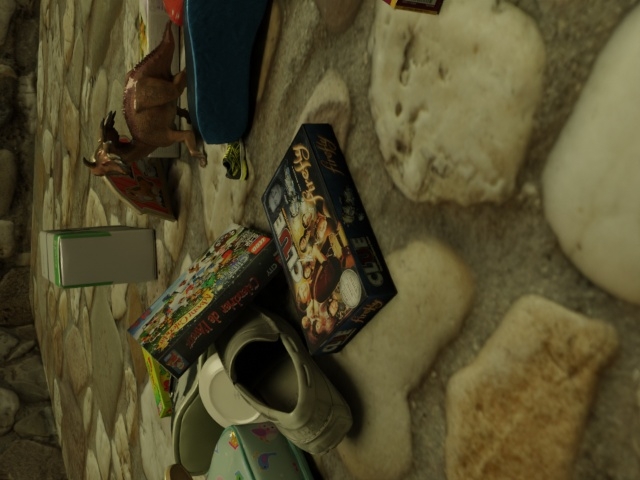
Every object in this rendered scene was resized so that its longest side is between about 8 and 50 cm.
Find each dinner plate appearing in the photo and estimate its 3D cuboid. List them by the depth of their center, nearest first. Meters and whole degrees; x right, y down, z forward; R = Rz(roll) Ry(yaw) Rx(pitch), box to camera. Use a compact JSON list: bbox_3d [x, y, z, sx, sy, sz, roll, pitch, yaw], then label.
[{"bbox_3d":[-0.126,0.234,1.095,0.141,0.017,0.141,4,105,17],"label":"dinner plate"}]

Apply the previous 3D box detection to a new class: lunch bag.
[{"bbox_3d":[-0.086,0.419,1.046,0.224,0.107,0.279,55,139,41],"label":"lunch bag"}]

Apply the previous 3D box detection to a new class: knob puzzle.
[{"bbox_3d":[-0.367,-0.136,1.420,0.030,0.213,0.213,-31,62,24],"label":"knob puzzle"}]

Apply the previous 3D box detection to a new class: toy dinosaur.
[{"bbox_3d":[-0.308,-0.232,1.262,0.127,0.200,0.296,41,128,52],"label":"toy dinosaur"}]

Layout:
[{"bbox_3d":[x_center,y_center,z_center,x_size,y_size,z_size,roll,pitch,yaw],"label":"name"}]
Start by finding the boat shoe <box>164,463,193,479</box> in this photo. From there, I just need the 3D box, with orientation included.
[{"bbox_3d":[-0.193,0.393,1.074,0.135,0.050,0.045,60,140,20],"label":"boat shoe"}]

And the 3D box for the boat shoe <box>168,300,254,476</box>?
[{"bbox_3d":[-0.191,0.218,1.189,0.113,0.127,0.340,34,121,56],"label":"boat shoe"}]

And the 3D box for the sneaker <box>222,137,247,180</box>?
[{"bbox_3d":[-0.140,-0.135,1.142,0.031,0.035,0.083,-40,60,55],"label":"sneaker"}]

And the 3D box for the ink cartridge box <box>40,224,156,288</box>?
[{"bbox_3d":[-0.529,0.032,1.683,0.289,0.211,0.122,6,99,60],"label":"ink cartridge box"}]

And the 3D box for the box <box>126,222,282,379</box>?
[{"bbox_3d":[-0.165,0.079,1.046,0.044,0.233,0.159,50,163,-26],"label":"box"}]

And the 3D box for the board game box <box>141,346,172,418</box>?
[{"bbox_3d":[-0.284,0.247,1.394,0.043,0.092,0.181,-61,43,43],"label":"board game box"}]

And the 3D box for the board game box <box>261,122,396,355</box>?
[{"bbox_3d":[0.000,0.000,0.901,0.165,0.042,0.243,-55,48,49],"label":"board game box"}]

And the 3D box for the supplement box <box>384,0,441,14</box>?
[{"bbox_3d":[0.080,-0.260,0.711,0.083,0.054,0.043,52,136,44],"label":"supplement box"}]

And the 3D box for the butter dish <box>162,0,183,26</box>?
[{"bbox_3d":[-0.221,-0.421,1.165,0.160,0.118,0.160,-48,52,53],"label":"butter dish"}]

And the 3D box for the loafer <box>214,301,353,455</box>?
[{"bbox_3d":[-0.075,0.158,0.962,0.112,0.111,0.319,-50,40,-5],"label":"loafer"}]

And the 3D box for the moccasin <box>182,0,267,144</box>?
[{"bbox_3d":[-0.163,-0.313,1.061,0.117,0.137,0.342,-126,43,-50],"label":"moccasin"}]

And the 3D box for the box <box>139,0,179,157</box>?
[{"bbox_3d":[-0.314,-0.325,1.401,0.063,0.067,0.324,21,113,59],"label":"box"}]
